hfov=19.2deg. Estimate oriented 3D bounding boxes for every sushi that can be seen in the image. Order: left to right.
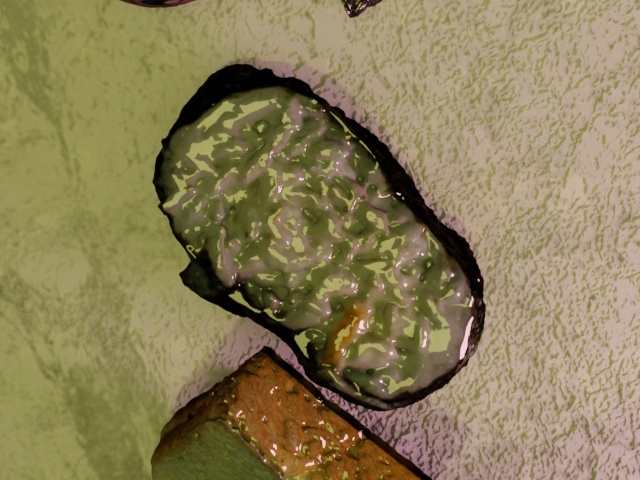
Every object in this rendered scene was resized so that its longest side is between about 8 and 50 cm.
[{"bbox_3d":[0.000,0.000,1.724,0.350,0.171,0.211,41,96,-5],"label":"sushi"}]

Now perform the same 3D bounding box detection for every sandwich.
[{"bbox_3d":[-0.018,0.237,1.735,0.273,0.249,0.095,40,59,-5],"label":"sandwich"}]

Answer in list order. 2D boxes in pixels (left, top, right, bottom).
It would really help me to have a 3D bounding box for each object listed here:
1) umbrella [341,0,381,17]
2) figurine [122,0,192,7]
[{"bbox_3d":[0.081,-0.255,1.746,0.144,0.040,0.037,-32,88,5],"label":"umbrella"},{"bbox_3d":[-0.151,-0.289,1.685,0.173,0.173,0.173,0,99,2],"label":"figurine"}]
